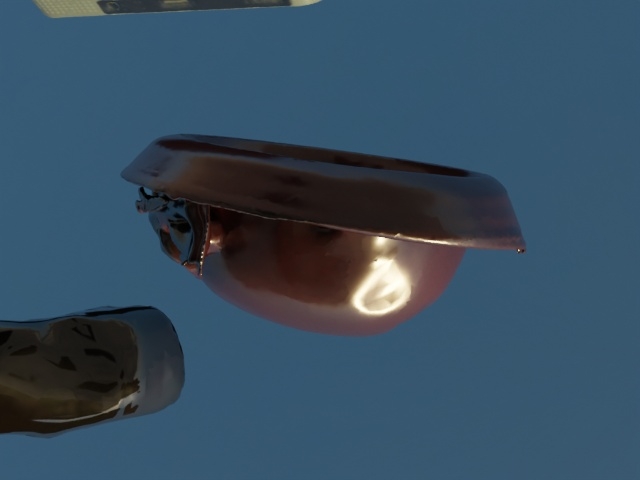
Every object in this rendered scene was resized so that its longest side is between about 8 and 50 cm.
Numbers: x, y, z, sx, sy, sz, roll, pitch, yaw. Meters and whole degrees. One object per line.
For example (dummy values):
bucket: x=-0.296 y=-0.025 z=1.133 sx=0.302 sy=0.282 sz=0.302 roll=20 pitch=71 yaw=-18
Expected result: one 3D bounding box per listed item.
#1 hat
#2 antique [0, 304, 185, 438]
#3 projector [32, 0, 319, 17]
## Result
hat: x=0.000 y=0.000 z=0.709 sx=0.205 sy=0.205 sz=0.089 roll=10 pitch=-84 yaw=15
antique: x=-0.128 y=0.184 z=0.399 sx=0.255 sy=0.185 sz=0.322 roll=-5 pitch=-83 yaw=28
projector: x=-0.091 y=-0.238 z=0.849 sx=0.242 sy=0.177 sz=0.163 roll=1 pitch=-109 yaw=15
